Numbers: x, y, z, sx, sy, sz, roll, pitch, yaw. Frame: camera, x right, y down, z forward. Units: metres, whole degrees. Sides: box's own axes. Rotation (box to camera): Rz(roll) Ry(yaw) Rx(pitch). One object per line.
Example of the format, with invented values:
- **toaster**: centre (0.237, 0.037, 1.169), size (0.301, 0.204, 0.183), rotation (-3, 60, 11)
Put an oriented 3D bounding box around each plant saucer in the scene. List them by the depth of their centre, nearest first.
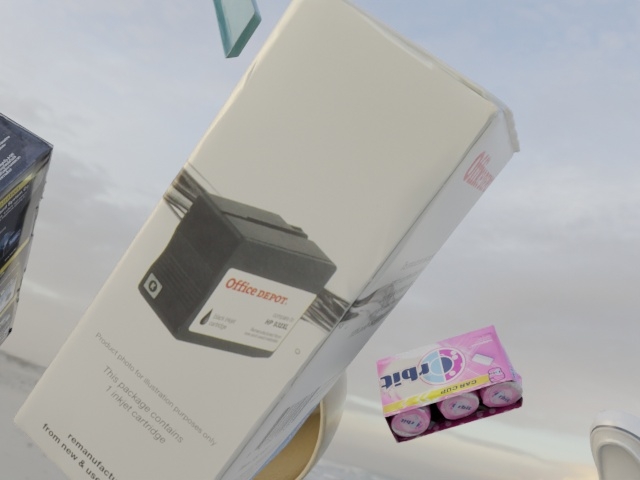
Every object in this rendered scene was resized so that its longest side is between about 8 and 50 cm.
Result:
- **plant saucer**: centre (-0.105, -0.294, 0.860), size (0.018, 0.192, 0.067), rotation (20, -55, -31)

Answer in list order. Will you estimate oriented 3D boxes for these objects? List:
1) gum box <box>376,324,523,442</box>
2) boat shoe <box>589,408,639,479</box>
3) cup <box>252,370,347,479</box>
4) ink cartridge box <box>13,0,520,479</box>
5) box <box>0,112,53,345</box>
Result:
- **gum box**: centre (0.180, 0.197, 0.973), size (0.188, 0.107, 0.062), rotation (-20, -57, 11)
- **boat shoe**: centre (0.347, 0.302, 0.738), size (0.095, 0.084, 0.258), rotation (-17, -74, 51)
- **cup**: centre (-0.083, 0.245, 1.208), size (0.331, 0.331, 0.237), rotation (5, 6, 29)
- **ink cartridge box**: centre (-0.017, 0.018, 0.467), size (0.129, 0.307, 0.223), rotation (39, 12, 12)
- **box**: centre (-0.368, 0.116, 0.522), size (0.097, 0.395, 0.318), rotation (32, -44, -6)
